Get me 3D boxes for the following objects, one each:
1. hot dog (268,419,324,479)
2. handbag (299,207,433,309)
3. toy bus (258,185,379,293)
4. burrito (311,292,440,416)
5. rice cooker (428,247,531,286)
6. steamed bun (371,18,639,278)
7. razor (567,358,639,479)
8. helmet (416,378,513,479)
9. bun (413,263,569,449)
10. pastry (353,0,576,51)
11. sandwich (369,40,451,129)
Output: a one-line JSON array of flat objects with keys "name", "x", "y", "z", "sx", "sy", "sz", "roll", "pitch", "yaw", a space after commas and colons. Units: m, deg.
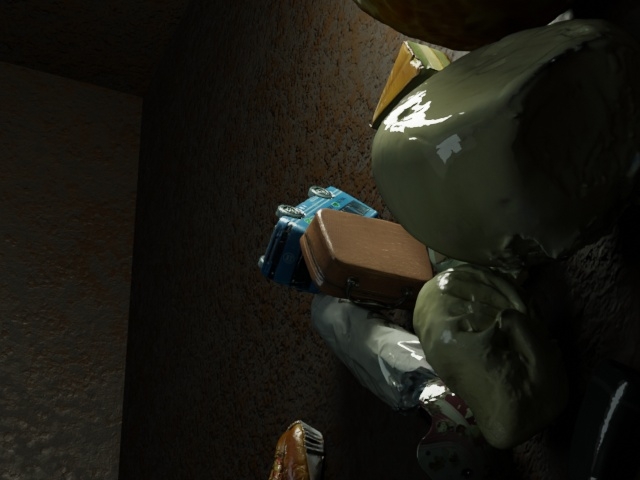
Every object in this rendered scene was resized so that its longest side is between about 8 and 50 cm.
[{"name": "hot dog", "x": -0.049, "y": 0.442, "z": 2.335, "sx": 0.144, "sy": 0.075, "sz": 0.268, "roll": 140, "pitch": 141, "yaw": -63}, {"name": "handbag", "x": 0.075, "y": 0.033, "z": 2.086, "sx": 0.072, "sy": 0.193, "sz": 0.151, "roll": -58, "pitch": 33, "yaw": 33}, {"name": "toy bus", "x": 0.000, "y": 0.000, "z": 2.255, "sx": 0.246, "sy": 0.134, "sz": 0.114, "roll": -36, "pitch": -30, "yaw": -65}, {"name": "burrito", "x": 0.100, "y": 0.177, "z": 2.040, "sx": 0.445, "sy": 0.101, "sz": 0.139, "roll": 31, "pitch": 146, "yaw": 66}, {"name": "rice cooker", "x": 0.217, "y": -0.022, "z": 1.830, "sx": 0.145, "sy": 0.127, "sz": 0.206, "roll": 127, "pitch": 146, "yaw": -51}, {"name": "steamed bun", "x": 0.235, "y": -0.103, "z": 1.633, "sx": 0.233, "sy": 0.333, "sz": 0.312, "roll": 62, "pitch": 162, "yaw": -15}, {"name": "razor", "x": 0.317, "y": 0.210, "z": 1.514, "sx": 0.090, "sy": 0.054, "sz": 0.148, "roll": -135, "pitch": 60, "yaw": -71}, {"name": "helmet", "x": 0.190, "y": 0.255, "z": 1.734, "sx": 0.177, "sy": 0.107, "sz": 0.153, "roll": -84, "pitch": -26, "yaw": -43}, {"name": "bun", "x": 0.214, "y": 0.130, "z": 1.631, "sx": 0.145, "sy": 0.229, "sz": 0.229, "roll": -36, "pitch": 38, "yaw": 23}, {"name": "pastry", "x": 0.196, "y": -0.418, "z": 1.797, "sx": 0.388, "sy": 0.388, "sz": 0.313, "roll": -55, "pitch": 46, "yaw": 46}, {"name": "sandwich", "x": 0.149, "y": -0.222, "z": 2.201, "sx": 0.113, "sy": 0.079, "sz": 0.163, "roll": -110, "pitch": 39, "yaw": -59}]
